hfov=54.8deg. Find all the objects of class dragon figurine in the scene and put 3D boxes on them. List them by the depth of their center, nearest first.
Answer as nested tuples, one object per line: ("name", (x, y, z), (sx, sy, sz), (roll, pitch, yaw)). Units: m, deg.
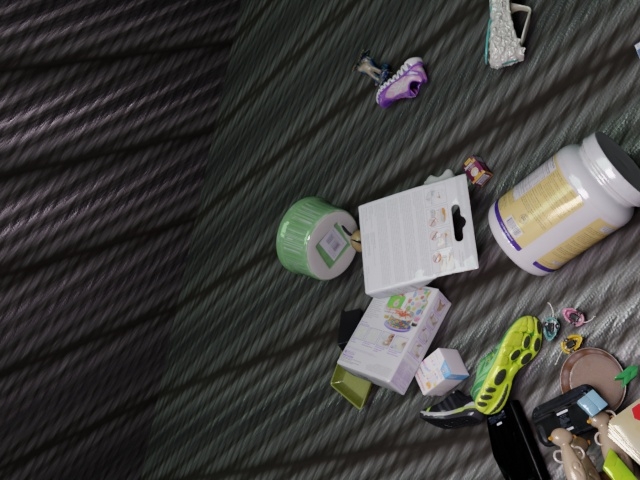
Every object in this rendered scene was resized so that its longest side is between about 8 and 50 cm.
("dragon figurine", (0.202, -0.652, 2.355), (0.085, 0.144, 0.289), (-58, 7, 22))

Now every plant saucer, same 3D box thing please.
("plant saucer", (0.676, 0.351, 1.528), (0.168, 0.029, 0.169), (-19, 65, 47))
("plant saucer", (0.131, 0.467, 2.172), (0.188, 0.045, 0.188), (28, 102, 52))

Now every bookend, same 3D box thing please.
("bookend", (0.149, 0.306, 2.157), (0.156, 0.072, 0.157), (-16, 39, 22))

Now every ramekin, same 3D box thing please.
("ramekin", (0.000, 0.000, 2.273), (0.148, 0.303, 0.304), (21, 97, 45))

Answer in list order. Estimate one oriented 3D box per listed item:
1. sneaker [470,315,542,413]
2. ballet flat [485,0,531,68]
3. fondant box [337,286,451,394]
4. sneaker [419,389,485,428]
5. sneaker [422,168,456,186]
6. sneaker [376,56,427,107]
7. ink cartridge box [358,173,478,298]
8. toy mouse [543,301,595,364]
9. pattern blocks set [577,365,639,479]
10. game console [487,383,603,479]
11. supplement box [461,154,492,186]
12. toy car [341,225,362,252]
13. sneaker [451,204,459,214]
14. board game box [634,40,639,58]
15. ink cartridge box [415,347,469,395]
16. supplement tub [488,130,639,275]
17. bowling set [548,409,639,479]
("sneaker", (0.493, 0.326, 1.692), (0.296, 0.109, 0.123), (-59, 18, 4))
("ballet flat", (0.579, -0.722, 1.898), (0.147, 0.146, 0.409), (-6, 78, 51))
("fondant box", (0.231, 0.292, 1.946), (0.238, 0.096, 0.330), (9, 62, 51))
("sneaker", (0.398, 0.493, 1.822), (0.234, 0.084, 0.097), (-22, 40, 46))
("sneaker", (0.362, -0.154, 2.035), (0.232, 0.090, 0.115), (-29, 50, 35))
("sneaker", (0.296, -0.545, 2.221), (0.236, 0.095, 0.105), (-42, 72, 43))
("ink cartridge box", (0.307, -0.007, 1.929), (0.384, 0.091, 0.309), (-16, 66, 32))
("toy mouse", (0.637, 0.220, 1.611), (0.161, 0.031, 0.143), (-51, 45, 30))
("pattern blocks set", (0.727, 0.424, 1.310), (0.285, 0.026, 0.325), (-25, 55, -3))
("game console", (0.573, 0.492, 1.580), (0.361, 0.043, 0.213), (-48, 46, 43))
("supplement box", (0.486, -0.217, 1.916), (0.055, 0.043, 0.083), (-52, 44, 31))
("toy car", (0.162, -0.013, 2.150), (0.155, 0.188, 0.149), (50, 119, 46))
("sneaker", (0.387, -0.022, 1.955), (0.256, 0.094, 0.151), (-52, 51, 27))
("board game box", (0.821, -0.370, 1.460), (0.035, 0.136, 0.201), (-32, 56, 43))
("ink cartridge box", (0.356, 0.404, 1.867), (0.143, 0.089, 0.092), (-49, 46, 31))
("supplement tub", (0.618, -0.089, 1.552), (0.331, 0.240, 0.241), (-43, 49, 36))
("bowling set", (0.642, 0.490, 1.421), (0.200, 0.286, 0.154), (95, 167, -53))
